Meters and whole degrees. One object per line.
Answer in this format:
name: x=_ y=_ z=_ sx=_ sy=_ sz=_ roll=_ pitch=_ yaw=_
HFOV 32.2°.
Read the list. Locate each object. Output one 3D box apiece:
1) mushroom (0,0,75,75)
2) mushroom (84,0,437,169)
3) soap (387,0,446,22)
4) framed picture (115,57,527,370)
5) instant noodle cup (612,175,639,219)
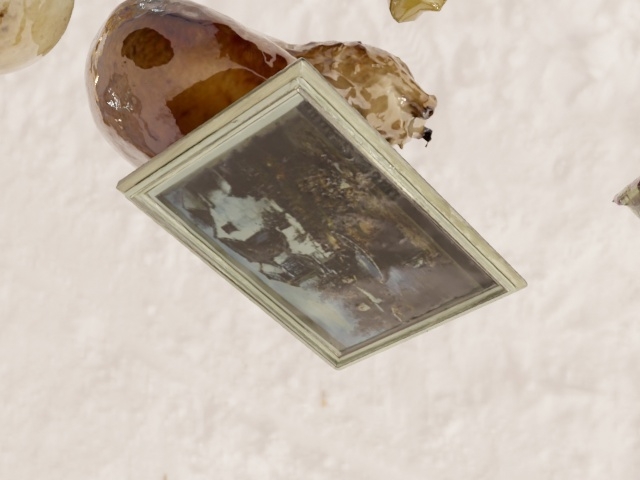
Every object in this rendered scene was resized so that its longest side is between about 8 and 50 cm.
mushroom: x=-0.284 y=-0.252 z=0.883 sx=0.184 sy=0.255 sz=0.255 roll=10 pitch=90 yaw=4
mushroom: x=-0.066 y=-0.139 z=1.151 sx=0.260 sy=0.345 sz=0.345 roll=-52 pitch=43 yaw=-8
soap: x=0.114 y=-0.380 z=0.845 sx=0.304 sy=0.169 sz=0.339 roll=-39 pitch=41 yaw=31
framed picture: x=0.000 y=0.000 z=0.956 sx=0.232 sy=0.296 sz=0.019 roll=-29 pitch=31 yaw=35
instant noodle cup: x=0.431 y=-0.014 z=1.054 sx=0.215 sy=0.215 sz=0.236 roll=-42 pitch=79 yaw=35
